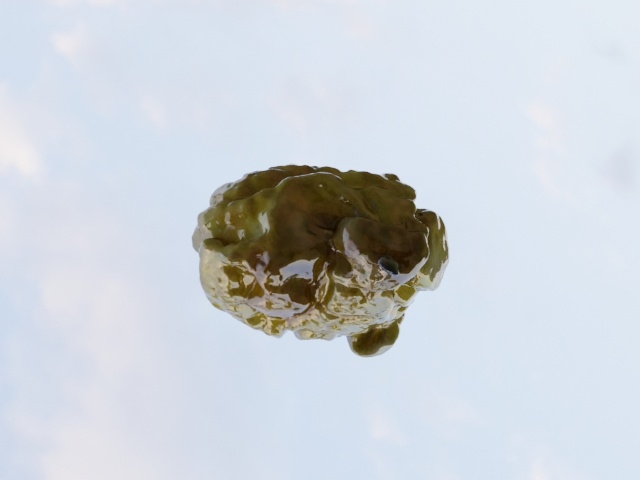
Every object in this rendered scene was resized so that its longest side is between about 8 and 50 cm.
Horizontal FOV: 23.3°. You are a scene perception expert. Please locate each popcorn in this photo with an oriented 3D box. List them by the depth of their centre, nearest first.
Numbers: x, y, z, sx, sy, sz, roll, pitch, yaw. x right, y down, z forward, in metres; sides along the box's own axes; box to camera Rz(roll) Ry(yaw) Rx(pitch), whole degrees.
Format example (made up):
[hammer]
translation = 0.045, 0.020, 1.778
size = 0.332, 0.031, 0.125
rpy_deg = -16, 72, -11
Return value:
[popcorn]
translation = 0.005, 0.008, 1.223
size = 0.163, 0.194, 0.140
rpy_deg = 55, -146, -60
